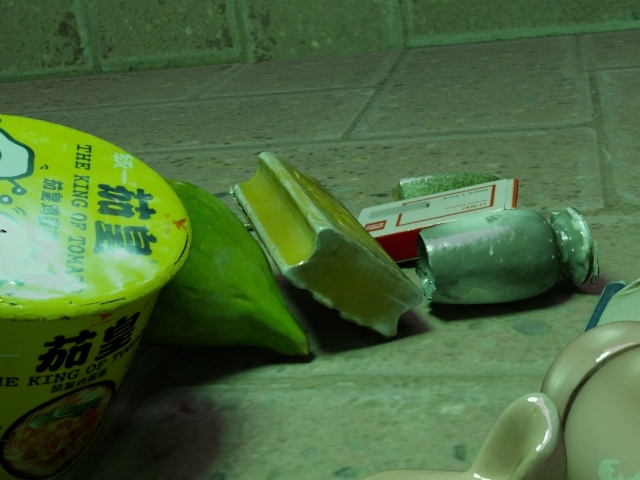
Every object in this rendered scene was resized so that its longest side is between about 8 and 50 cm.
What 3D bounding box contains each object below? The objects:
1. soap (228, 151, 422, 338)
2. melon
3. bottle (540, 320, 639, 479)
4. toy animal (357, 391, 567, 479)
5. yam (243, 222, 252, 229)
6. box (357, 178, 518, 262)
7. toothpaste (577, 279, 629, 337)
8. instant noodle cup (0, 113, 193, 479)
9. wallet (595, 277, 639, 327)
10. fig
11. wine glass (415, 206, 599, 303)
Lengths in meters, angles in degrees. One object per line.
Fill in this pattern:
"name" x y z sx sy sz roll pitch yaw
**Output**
"soap" 0.000 0.000 1.235 0.089 0.173 0.274 -51 28 7
"melon" 0.208 -0.084 1.619 0.182 0.054 0.098 -8 5 -2
"bottle" 0.251 0.174 0.715 0.206 0.173 0.297 -42 21 5
"toy animal" 0.074 0.248 0.518 0.326 0.237 0.269 16 39 39
"yam" -0.092 -0.024 1.589 0.107 0.014 0.014 -6 20 5
"box" 0.160 -0.024 1.387 0.229 0.050 0.123 -12 22 18
"toothpaste" 0.308 0.093 1.093 0.057 0.035 0.197 12 31 23
"instant noodle cup" -0.305 0.063 0.959 0.325 0.254 0.326 14 31 -9
"wallet" 0.414 0.112 0.970 0.335 0.068 0.275 7 27 19
"fig" -0.128 0.052 1.155 0.275 0.206 0.206 26 29 13
"wine glass" 0.217 0.019 1.214 0.204 0.111 0.111 -8 20 -7
